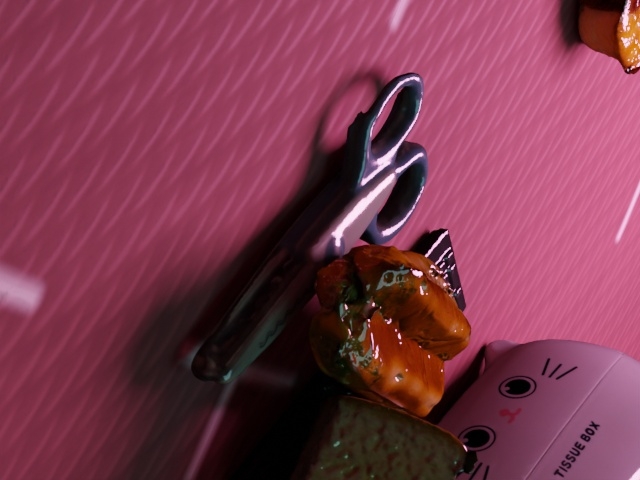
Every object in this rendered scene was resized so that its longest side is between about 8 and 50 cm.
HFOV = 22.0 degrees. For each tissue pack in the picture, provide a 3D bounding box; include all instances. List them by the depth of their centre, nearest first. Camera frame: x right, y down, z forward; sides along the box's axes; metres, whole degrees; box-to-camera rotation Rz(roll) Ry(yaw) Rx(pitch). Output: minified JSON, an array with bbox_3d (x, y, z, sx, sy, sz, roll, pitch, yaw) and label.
[{"bbox_3d":[0.193,0.248,1.503,0.333,0.236,0.229,-43,154,-40],"label":"tissue pack"}]

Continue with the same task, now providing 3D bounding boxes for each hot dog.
[{"bbox_3d":[0.053,0.062,1.191,0.115,0.072,0.269,-55,159,-5],"label":"hot dog"}]

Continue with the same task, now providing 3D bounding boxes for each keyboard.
[{"bbox_3d":[0.027,0.117,1.297,0.310,0.018,0.101,-49,137,-34],"label":"keyboard"}]

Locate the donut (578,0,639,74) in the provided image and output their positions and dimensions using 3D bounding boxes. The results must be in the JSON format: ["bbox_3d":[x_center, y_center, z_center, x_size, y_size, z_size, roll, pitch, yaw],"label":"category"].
[{"bbox_3d":[0.282,-0.224,1.495,0.140,0.059,0.140,-42,144,-41],"label":"donut"}]

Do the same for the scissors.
[{"bbox_3d":[0.000,0.000,1.147,0.289,0.041,0.138,-49,151,-35],"label":"scissors"}]

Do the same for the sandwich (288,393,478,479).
[{"bbox_3d":[0.035,0.189,1.210,0.236,0.128,0.122,112,-2,-80],"label":"sandwich"}]
